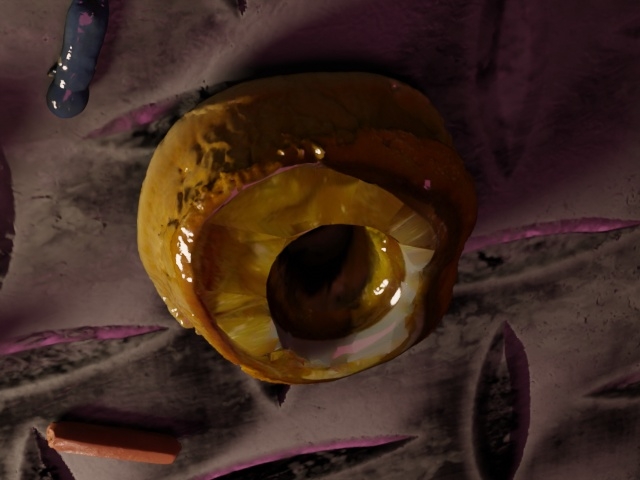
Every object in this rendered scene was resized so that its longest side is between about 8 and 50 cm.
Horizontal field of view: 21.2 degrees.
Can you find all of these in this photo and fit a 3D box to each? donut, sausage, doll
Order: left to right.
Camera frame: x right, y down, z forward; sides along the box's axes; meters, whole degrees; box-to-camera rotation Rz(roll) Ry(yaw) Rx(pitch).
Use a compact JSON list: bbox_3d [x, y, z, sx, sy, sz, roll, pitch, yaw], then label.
[{"bbox_3d":[-0.201,-0.155,1.417,0.037,0.027,0.125,4,126,-24],"label":"doll"},{"bbox_3d":[-0.209,0.205,1.736,0.147,0.030,0.035,13,128,-29],"label":"sausage"},{"bbox_3d":[0.000,0.000,1.537,0.330,0.160,0.330,-16,134,-17],"label":"donut"}]
